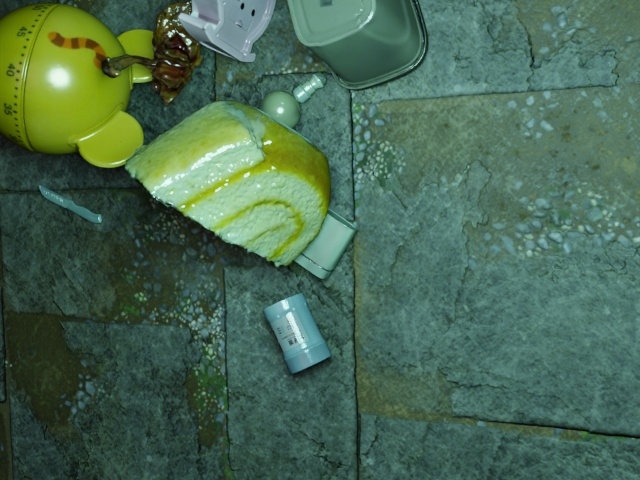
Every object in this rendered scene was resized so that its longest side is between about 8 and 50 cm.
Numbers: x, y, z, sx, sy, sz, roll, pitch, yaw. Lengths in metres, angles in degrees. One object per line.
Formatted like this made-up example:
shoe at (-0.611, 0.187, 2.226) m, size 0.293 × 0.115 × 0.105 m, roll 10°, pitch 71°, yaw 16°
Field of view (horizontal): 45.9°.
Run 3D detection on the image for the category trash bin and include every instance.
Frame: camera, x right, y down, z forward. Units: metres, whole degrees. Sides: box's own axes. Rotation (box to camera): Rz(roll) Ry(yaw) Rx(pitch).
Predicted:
trash bin at (0.064, -0.437, 1.478) m, size 0.220 × 0.250 × 0.219 m, roll -18°, pitch 81°, yaw 22°
trash bin at (0.000, 0.000, 1.641) m, size 0.116 × 0.059 × 0.129 m, roll 35°, pitch 105°, yaw 14°

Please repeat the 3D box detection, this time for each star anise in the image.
star anise at (-0.342, -0.398, 1.616) m, size 0.148 × 0.346 × 0.237 m, roll 31°, pitch 128°, yaw 9°

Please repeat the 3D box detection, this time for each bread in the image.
bread at (-0.161, -0.143, 1.506) m, size 0.264 × 0.395 × 0.239 m, roll -51°, pitch 49°, yaw 6°

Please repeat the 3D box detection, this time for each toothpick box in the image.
toothpick box at (-0.052, 0.203, 1.656) m, size 0.101 × 0.101 × 0.153 m, roll -28°, pitch 83°, yaw 21°

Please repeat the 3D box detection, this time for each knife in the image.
knife at (-0.634, -0.090, 1.911) m, size 0.210 × 0.015 × 0.028 m, roll 24°, pitch 110°, yaw 19°

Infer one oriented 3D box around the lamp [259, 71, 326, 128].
lamp at (-0.053, -0.304, 1.631) m, size 0.163 × 0.091 × 0.091 m, roll -37°, pitch 80°, yaw 4°

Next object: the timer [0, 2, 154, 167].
timer at (-0.557, -0.348, 1.705) m, size 0.387 × 0.376 × 0.375 m, roll 12°, pitch 100°, yaw -4°

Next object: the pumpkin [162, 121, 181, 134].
pumpkin at (-0.302, -0.199, 1.688) m, size 0.254 × 0.149 × 0.130 m, roll -17°, pitch 100°, yaw 19°

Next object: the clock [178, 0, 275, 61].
clock at (-0.185, -0.530, 1.551) m, size 0.080 × 0.290 × 0.275 m, roll 26°, pitch 99°, yaw 19°
